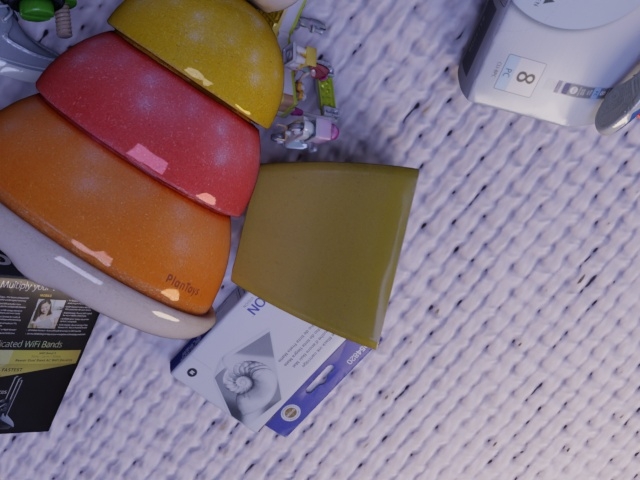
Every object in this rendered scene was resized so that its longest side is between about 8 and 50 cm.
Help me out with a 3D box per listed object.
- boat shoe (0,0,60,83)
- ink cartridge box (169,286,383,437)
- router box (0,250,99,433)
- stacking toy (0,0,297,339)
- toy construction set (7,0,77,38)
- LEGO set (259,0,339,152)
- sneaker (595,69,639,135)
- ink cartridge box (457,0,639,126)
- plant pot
[{"bbox_3d":[-0.387,-0.247,1.093,0.227,0.079,0.081,22,107,-18],"label":"boat shoe"},{"bbox_3d":[-0.057,0.162,1.353,0.224,0.045,0.223,37,103,-23],"label":"ink cartridge box"},{"bbox_3d":[-0.438,0.122,1.172,0.308,0.081,0.243,8,116,-47],"label":"router box"},{"bbox_3d":[-0.152,-0.163,1.071,0.350,0.350,0.480,35,92,-22],"label":"stacking toy"},{"bbox_3d":[-0.420,-0.339,0.946,0.308,0.257,0.237,-6,83,-6],"label":"toy construction set"},{"bbox_3d":[-0.002,-0.245,1.154,0.107,0.132,0.287,9,86,-34],"label":"LEGO set"},{"bbox_3d":[0.414,-0.176,1.183,0.084,0.058,0.152,29,110,-29],"label":"sneaker"},{"bbox_3d":[0.400,-0.269,1.165,0.384,0.091,0.308,13,127,-10],"label":"ink cartridge box"},{"bbox_3d":[0.000,0.000,1.192,0.187,0.212,0.212,14,90,1],"label":"plant pot"}]
